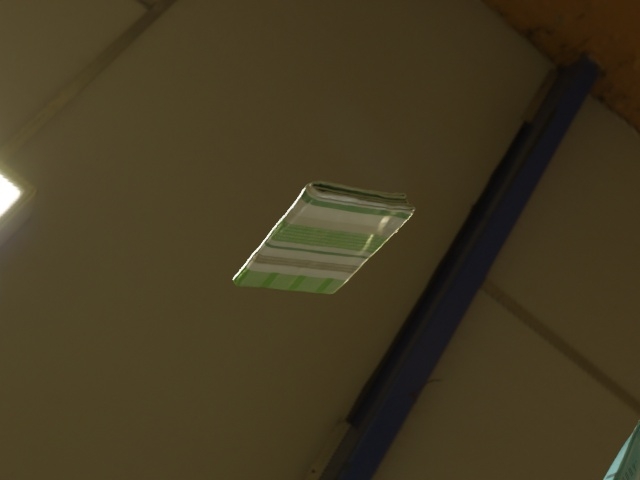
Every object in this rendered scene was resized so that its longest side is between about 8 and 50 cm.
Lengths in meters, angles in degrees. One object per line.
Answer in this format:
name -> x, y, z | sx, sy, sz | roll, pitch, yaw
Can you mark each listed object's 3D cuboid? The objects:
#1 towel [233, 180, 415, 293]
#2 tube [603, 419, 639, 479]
towel -> 0.000, 0.000, 0.818 | 0.113, 0.152, 0.023 | 9, -127, -31
tube -> 0.193, 0.210, 0.599 | 0.052, 0.207, 0.080 | 13, -132, 30
